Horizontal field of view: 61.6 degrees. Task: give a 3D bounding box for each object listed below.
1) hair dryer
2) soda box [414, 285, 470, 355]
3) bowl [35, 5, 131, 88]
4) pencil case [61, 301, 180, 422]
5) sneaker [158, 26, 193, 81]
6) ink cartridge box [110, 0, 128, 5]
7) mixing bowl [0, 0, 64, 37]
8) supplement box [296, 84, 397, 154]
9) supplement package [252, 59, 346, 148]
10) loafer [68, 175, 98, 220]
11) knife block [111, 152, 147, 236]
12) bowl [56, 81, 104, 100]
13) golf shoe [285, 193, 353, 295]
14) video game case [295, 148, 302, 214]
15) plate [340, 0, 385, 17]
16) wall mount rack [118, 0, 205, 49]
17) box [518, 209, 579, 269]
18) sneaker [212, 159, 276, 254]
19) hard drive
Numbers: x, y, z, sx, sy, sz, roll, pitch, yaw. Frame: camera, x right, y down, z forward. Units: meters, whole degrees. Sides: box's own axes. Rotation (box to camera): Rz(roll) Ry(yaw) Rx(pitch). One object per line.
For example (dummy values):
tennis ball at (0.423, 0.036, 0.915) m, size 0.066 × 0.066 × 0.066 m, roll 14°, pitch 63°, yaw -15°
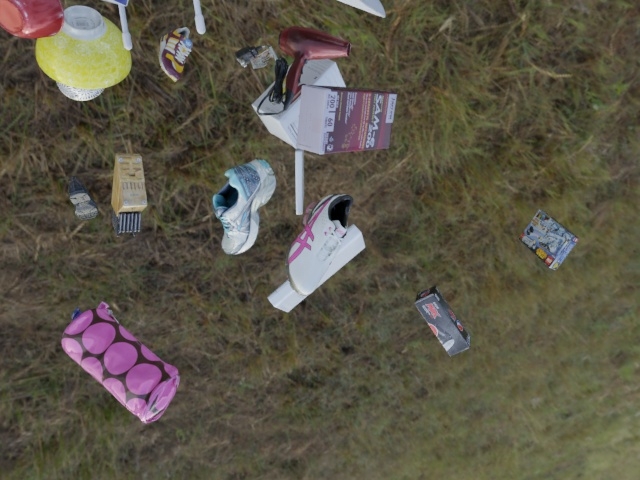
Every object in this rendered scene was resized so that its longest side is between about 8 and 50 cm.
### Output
hair dryer at (-0.058, -0.453, 1.401) m, size 0.293 × 0.223 × 0.080 m, roll -26°, pitch 167°, yaw 4°
soda box at (0.302, 0.199, 1.327) m, size 0.060 × 0.169 × 0.053 m, roll -31°, pitch -170°, yaw 25°
bowl at (-0.742, -0.634, 1.683) m, size 0.289 × 0.289 × 0.156 m, roll -11°, pitch 153°, yaw -26°
pencil case at (-0.317, 0.193, 0.863) m, size 0.098 × 0.209 × 0.095 m, roll -48°, pitch 162°, yaw -22°
sneaker at (-0.399, -0.527, 1.499) m, size 0.084 × 0.185 × 0.069 m, roll -23°, pitch 148°, yaw 17°
ink cartridge box at (-0.406, -0.562, 0.986) m, size 0.045 × 0.224 × 0.223 m, roll 1°, pitch 113°, yaw -57°
mixing bowl at (-0.769, -0.594, 1.377) m, size 0.181 × 0.098 × 0.181 m, roll 11°, pitch 133°, yaw 11°
supplement box at (0.060, -0.258, 1.146) m, size 0.239 × 0.073 × 0.130 m, roll -15°, pitch 119°, yaw -46°
supplement package at (-0.058, -0.424, 1.609) m, size 0.244 × 0.139 × 0.134 m, roll -48°, pitch 145°, yaw -9°
loafer at (-0.653, -0.112, 1.478) m, size 0.062 × 0.061 × 0.170 m, roll -15°, pitch 157°, yaw -21°
knife block at (-0.727, -0.160, 2.003) m, size 0.088 × 0.276 × 0.242 m, roll -4°, pitch 170°, yaw -35°
bowl at (-0.775, -0.541, 1.712) m, size 0.170 × 0.170 × 0.080 m, roll -27°, pitch 178°, yaw -6°
golf shoe at (0.000, 0.000, 0.859) m, size 0.067 × 0.186 × 0.086 m, roll 34°, pitch 146°, yaw -27°
video game case at (-0.071, -0.235, 1.880) m, size 0.026 × 0.206 × 0.227 m, roll 0°, pitch 117°, yaw 0°
plate at (-0.017, -0.556, 1.108) m, size 0.278 × 0.277 × 0.045 m, roll -15°, pitch 131°, yaw -63°
wall mount rack at (-0.337, -0.591, 1.180) m, size 0.350 × 0.304 × 0.130 m, roll -2°, pitch 152°, yaw 25°
box at (0.557, -0.004, 1.319) m, size 0.027 × 0.137 × 0.094 m, roll 18°, pitch 115°, yaw -25°
sneaker at (-0.211, -0.075, 1.286) m, size 0.122 × 0.110 × 0.283 m, roll -12°, pitch 140°, yaw -38°
hard drive at (-0.005, 0.099, 1.768) m, size 0.353 × 0.047 × 0.233 m, roll -40°, pitch 166°, yaw -2°
